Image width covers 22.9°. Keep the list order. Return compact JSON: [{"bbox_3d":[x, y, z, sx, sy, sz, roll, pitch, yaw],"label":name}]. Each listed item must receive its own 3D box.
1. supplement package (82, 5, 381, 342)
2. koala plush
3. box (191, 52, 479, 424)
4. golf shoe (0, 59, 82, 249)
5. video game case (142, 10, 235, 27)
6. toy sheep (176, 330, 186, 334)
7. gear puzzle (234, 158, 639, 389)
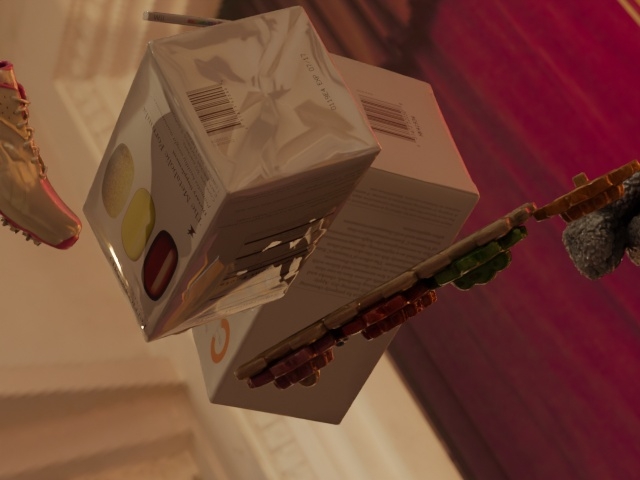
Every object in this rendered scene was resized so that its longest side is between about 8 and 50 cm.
[{"bbox_3d":[-0.077,-0.045,1.223,0.134,0.139,0.244,-18,-22,-29],"label":"supplement package"},{"bbox_3d":[0.359,0.038,1.431,0.196,0.221,0.203,21,-47,-26],"label":"koala plush"},{"bbox_3d":[0.000,0.000,1.736,0.168,0.215,0.345,13,-55,-25],"label":"box"},{"bbox_3d":[-0.370,-0.119,1.818,0.140,0.115,0.306,-44,-71,2],"label":"golf shoe"},{"bbox_3d":[-0.125,-0.231,1.674,0.122,0.087,0.011,5,-82,-10],"label":"video game case"},{"bbox_3d":[-0.211,0.092,2.213,0.091,0.132,0.091,-40,-39,-43],"label":"toy sheep"},{"bbox_3d":[0.100,0.030,1.228,0.339,0.044,0.175,-30,-2,12],"label":"gear puzzle"}]
